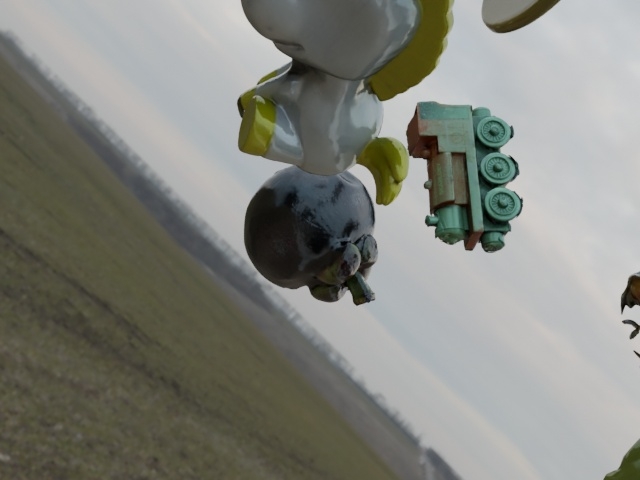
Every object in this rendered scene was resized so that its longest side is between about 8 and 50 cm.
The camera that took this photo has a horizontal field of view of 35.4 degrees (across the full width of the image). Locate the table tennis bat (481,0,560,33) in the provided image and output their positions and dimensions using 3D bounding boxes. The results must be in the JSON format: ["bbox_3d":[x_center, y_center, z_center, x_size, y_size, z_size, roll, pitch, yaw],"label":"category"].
[{"bbox_3d":[0.218,-0.252,0.845,0.050,0.198,0.321,35,13,-16],"label":"table tennis bat"}]

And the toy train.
[{"bbox_3d":[0.162,-0.071,1.143,0.074,0.118,0.176,99,-9,-67],"label":"toy train"}]

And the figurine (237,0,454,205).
[{"bbox_3d":[0.014,-0.115,0.589,0.129,0.109,0.178,31,-46,24],"label":"figurine"}]

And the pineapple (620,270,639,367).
[{"bbox_3d":[0.365,0.048,0.903,0.115,0.186,0.236,69,23,-6],"label":"pineapple"}]

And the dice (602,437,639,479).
[{"bbox_3d":[0.235,0.237,0.540,0.226,0.238,0.233,40,9,34],"label":"dice"}]

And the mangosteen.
[{"bbox_3d":[0.000,0.000,0.941,0.151,0.137,0.137,51,-2,15],"label":"mangosteen"}]
